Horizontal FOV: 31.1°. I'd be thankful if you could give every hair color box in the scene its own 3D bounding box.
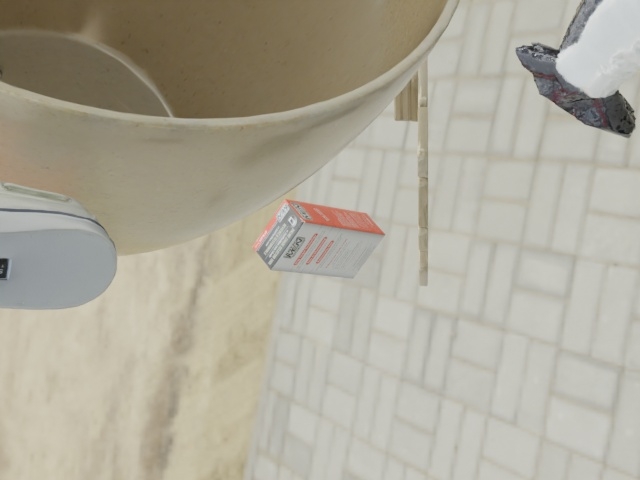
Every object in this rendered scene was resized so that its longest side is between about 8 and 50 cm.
[{"bbox_3d":[0.000,0.000,1.281,0.072,0.141,0.043,-54,55,21],"label":"hair color box"}]

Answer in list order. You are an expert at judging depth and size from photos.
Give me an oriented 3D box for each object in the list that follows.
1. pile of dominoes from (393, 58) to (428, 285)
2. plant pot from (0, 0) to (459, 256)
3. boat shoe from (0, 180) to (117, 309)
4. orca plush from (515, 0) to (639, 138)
[{"bbox_3d":[0.075,-0.092,1.016,0.196,0.040,0.251,85,-172,-47],"label":"pile of dominoes"},{"bbox_3d":[-0.104,-0.101,0.500,0.191,0.284,0.284,120,146,-49],"label":"plant pot"},{"bbox_3d":[-0.104,-0.004,0.301,0.035,0.100,0.035,51,131,49],"label":"boat shoe"},{"bbox_3d":[0.229,-0.138,0.558,0.151,0.102,0.287,50,147,11],"label":"orca plush"}]
